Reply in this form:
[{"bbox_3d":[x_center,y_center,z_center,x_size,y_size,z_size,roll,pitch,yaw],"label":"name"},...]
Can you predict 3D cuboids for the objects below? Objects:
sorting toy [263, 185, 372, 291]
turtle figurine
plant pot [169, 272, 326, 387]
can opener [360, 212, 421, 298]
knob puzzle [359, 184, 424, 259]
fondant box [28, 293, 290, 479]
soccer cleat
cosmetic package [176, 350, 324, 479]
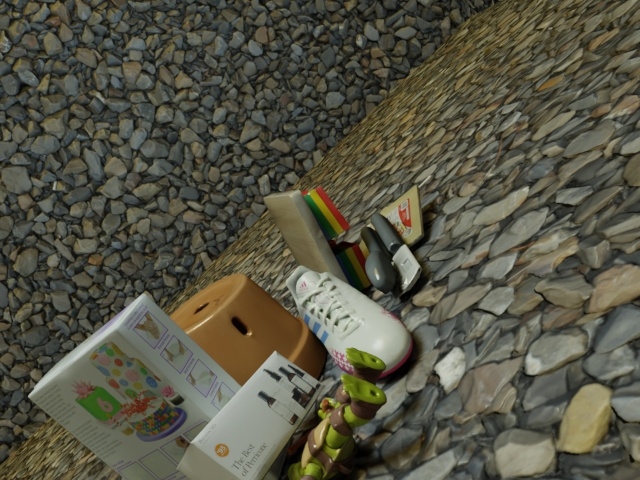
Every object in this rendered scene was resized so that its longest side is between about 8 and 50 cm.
[{"bbox_3d":[0.000,0.000,1.196,0.089,0.255,0.257,-30,11,-13],"label":"sorting toy"},{"bbox_3d":[0.009,0.256,0.709,0.217,0.087,0.269,-62,-11,21],"label":"turtle figurine"},{"bbox_3d":[-0.164,0.198,1.043,0.290,0.203,0.291,-31,15,9],"label":"plant pot"},{"bbox_3d":[0.123,0.017,1.079,0.074,0.093,0.280,-52,18,15],"label":"can opener"},{"bbox_3d":[0.147,-0.005,1.210,0.213,0.030,0.213,-43,25,26],"label":"knob puzzle"},{"bbox_3d":[-0.241,0.272,0.874,0.238,0.330,0.096,-35,16,27],"label":"fondant box"},{"bbox_3d":[0.025,0.123,0.933,0.116,0.143,0.331,-46,20,-10],"label":"soccer cleat"},{"bbox_3d":[-0.085,0.251,0.785,0.060,0.099,0.239,-63,-10,25],"label":"cosmetic package"}]
